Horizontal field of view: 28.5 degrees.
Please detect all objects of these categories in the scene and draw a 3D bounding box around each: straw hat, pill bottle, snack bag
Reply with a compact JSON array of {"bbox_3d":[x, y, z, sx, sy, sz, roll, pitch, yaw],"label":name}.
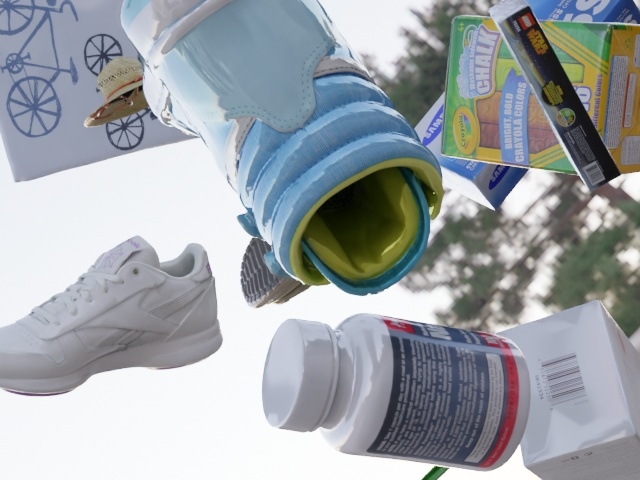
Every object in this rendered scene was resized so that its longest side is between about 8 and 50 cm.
[{"bbox_3d":[-0.260,-0.210,1.669,0.145,0.061,0.144,-28,-4,-2],"label":"straw hat"},{"bbox_3d":[0.054,0.110,0.940,0.180,0.108,0.108,11,-49,-22],"label":"pill bottle"},{"bbox_3d":[-0.336,-0.273,1.824,0.343,0.323,0.037,-12,8,15],"label":"snack bag"}]

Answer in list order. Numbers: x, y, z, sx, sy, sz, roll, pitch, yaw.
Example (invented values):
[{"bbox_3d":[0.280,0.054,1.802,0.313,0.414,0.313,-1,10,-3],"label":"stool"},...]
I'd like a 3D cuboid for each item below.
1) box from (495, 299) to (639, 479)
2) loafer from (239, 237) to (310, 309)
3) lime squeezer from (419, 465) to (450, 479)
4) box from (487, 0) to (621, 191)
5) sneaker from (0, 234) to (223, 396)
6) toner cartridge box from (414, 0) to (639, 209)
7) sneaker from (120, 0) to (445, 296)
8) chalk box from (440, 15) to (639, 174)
[{"bbox_3d":[0.416,0.265,1.921,0.168,0.215,0.345,-20,-31,19],"label":"box"},{"bbox_3d":[0.000,0.000,1.532,0.092,0.102,0.268,16,-45,-37],"label":"loafer"},{"bbox_3d":[0.180,0.206,1.450,0.110,0.059,0.310,-33,-26,-38],"label":"lime squeezer"},{"bbox_3d":[0.166,-0.108,0.902,0.027,0.137,0.094,-29,13,10],"label":"box"},{"bbox_3d":[-0.242,0.073,1.318,0.305,0.114,0.152,-11,-71,-38],"label":"sneaker"},{"bbox_3d":[0.285,-0.219,1.783,0.348,0.165,0.075,-51,-50,-7],"label":"toner cartridge box"},{"bbox_3d":[-0.015,-0.054,0.787,0.127,0.208,0.319,-35,-5,2],"label":"sneaker"},{"bbox_3d":[0.197,-0.137,1.157,0.132,0.213,0.132,-8,-76,-48],"label":"chalk box"}]
